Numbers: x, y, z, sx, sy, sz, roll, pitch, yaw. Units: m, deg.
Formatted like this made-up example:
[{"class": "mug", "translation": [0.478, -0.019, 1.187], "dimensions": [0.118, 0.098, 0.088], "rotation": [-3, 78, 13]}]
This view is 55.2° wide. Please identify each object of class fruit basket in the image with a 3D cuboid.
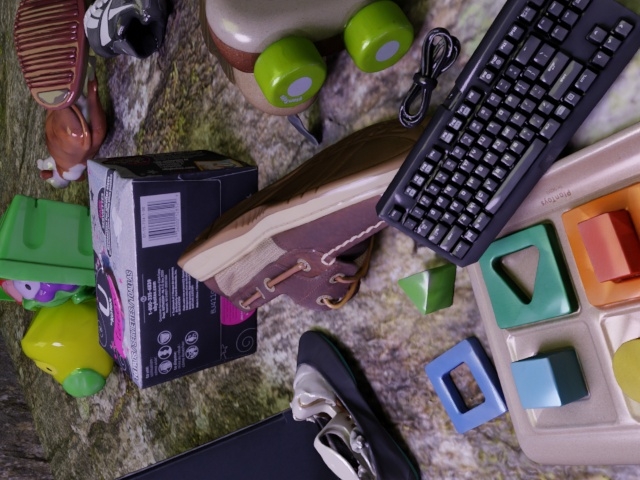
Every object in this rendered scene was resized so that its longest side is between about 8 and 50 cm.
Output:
[{"class": "fruit basket", "translation": [-0.547, 0.128, 1.228], "dimensions": [0.392, 0.282, 0.392], "rotation": [-22, 63, 53]}]

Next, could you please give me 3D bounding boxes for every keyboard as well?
[{"class": "keyboard", "translation": [0.098, -0.077, 0.378], "dimensions": [0.108, 0.023, 0.180], "rotation": [33, 113, 4]}]

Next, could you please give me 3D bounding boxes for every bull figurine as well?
[{"class": "bull figurine", "translation": [-0.464, -0.209, 1.133], "dimensions": [0.310, 0.101, 0.189], "rotation": [-12, 87, 55]}]

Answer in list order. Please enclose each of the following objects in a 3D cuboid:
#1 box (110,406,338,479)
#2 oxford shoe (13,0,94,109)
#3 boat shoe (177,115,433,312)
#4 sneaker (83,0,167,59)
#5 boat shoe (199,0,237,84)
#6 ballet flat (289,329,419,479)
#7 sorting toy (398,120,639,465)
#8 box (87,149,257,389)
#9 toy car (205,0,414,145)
[{"class": "box", "translation": [-0.178, 0.379, 0.730], "dimensions": [0.395, 0.293, 0.212], "rotation": [-44, 64, 50]}, {"class": "oxford shoe", "translation": [-0.409, -0.377, 0.999], "dimensions": [0.122, 0.130, 0.348], "rotation": [-1, 87, 9]}, {"class": "boat shoe", "translation": [0.000, 0.000, 0.560], "dimensions": [0.342, 0.123, 0.123], "rotation": [-25, 109, 43]}, {"class": "sneaker", "translation": [-0.278, -0.299, 0.872], "dimensions": [0.234, 0.078, 0.106], "rotation": [-19, 81, 52]}, {"class": "boat shoe", "translation": [-0.096, -0.229, 0.678], "dimensions": [0.056, 0.048, 0.153], "rotation": [100, 148, -46]}, {"class": "ballet flat", "translation": [0.015, 0.172, 0.600], "dimensions": [0.203, 0.074, 0.074], "rotation": [53, 137, 32]}, {"class": "sorting toy", "translation": [0.165, 0.048, 0.378], "dimensions": [0.347, 0.047, 0.196], "rotation": [-30, 75, 53]}, {"class": "box", "translation": [-0.182, 0.024, 0.751], "dimensions": [0.142, 0.163, 0.247], "rotation": [22, 116, 48]}, {"class": "toy car", "translation": [-0.020, -0.166, 0.543], "dimensions": [0.155, 0.148, 0.188], "rotation": [62, 168, 18]}]
